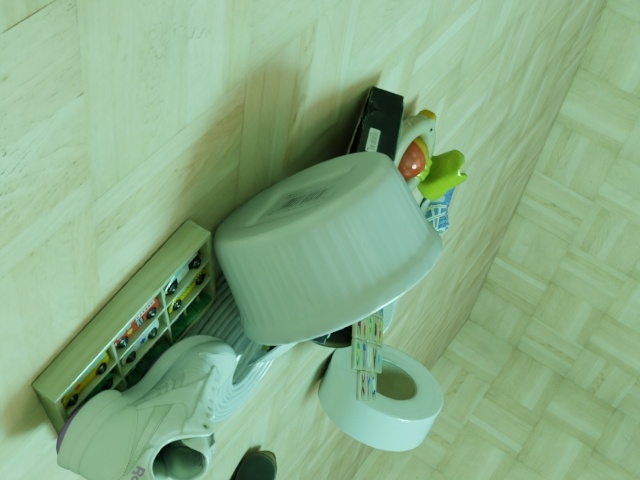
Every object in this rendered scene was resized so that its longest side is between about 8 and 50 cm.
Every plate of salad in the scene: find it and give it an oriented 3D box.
[{"bbox_3d":[-0.030,0.100,1.276,0.200,0.048,0.200,-41,-178,1],"label":"plate of salad"}]

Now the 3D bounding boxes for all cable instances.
[{"bbox_3d":[-0.124,0.152,1.388,0.257,0.089,0.257,-53,163,-18],"label":"cable"}]

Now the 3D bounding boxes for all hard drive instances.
[{"bbox_3d":[0.045,-0.037,1.450,0.237,0.064,0.339,-75,-176,-55],"label":"hard drive"}]

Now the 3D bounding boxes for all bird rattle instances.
[{"bbox_3d":[0.141,-0.127,1.701,0.253,0.143,0.207,-32,140,-31],"label":"bird rattle"}]

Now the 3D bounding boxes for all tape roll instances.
[{"bbox_3d":[0.142,0.361,2.215,0.286,0.286,0.100,-31,147,-58],"label":"tape roll"}]

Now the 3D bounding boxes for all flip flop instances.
[{"bbox_3d":[0.028,0.168,1.882,0.080,0.112,0.277,-48,173,18],"label":"flip flop"}]

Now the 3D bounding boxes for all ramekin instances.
[{"bbox_3d":[0.000,0.000,1.178,0.277,0.277,0.135,-43,114,-43],"label":"ramekin"}]

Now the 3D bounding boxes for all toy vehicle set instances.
[{"bbox_3d":[-0.223,0.116,1.126,0.267,0.035,0.166,-50,162,-26],"label":"toy vehicle set"}]

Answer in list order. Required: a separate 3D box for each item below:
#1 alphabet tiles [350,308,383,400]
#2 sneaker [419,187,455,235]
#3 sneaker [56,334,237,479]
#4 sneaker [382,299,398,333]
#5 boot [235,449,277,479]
[{"bbox_3d":[0.098,0.146,1.873,0.285,0.011,0.343,35,56,-73],"label":"alphabet tiles"},{"bbox_3d":[0.271,-0.062,2.193,0.211,0.081,0.080,-60,162,1],"label":"sneaker"},{"bbox_3d":[-0.172,0.217,1.123,0.305,0.152,0.114,-34,149,-58],"label":"sneaker"},{"bbox_3d":[0.145,0.157,2.244,0.212,0.080,0.094,-58,176,-8],"label":"sneaker"},{"bbox_3d":[-0.174,0.594,2.040,0.305,0.112,0.115,-61,174,2],"label":"boot"}]
